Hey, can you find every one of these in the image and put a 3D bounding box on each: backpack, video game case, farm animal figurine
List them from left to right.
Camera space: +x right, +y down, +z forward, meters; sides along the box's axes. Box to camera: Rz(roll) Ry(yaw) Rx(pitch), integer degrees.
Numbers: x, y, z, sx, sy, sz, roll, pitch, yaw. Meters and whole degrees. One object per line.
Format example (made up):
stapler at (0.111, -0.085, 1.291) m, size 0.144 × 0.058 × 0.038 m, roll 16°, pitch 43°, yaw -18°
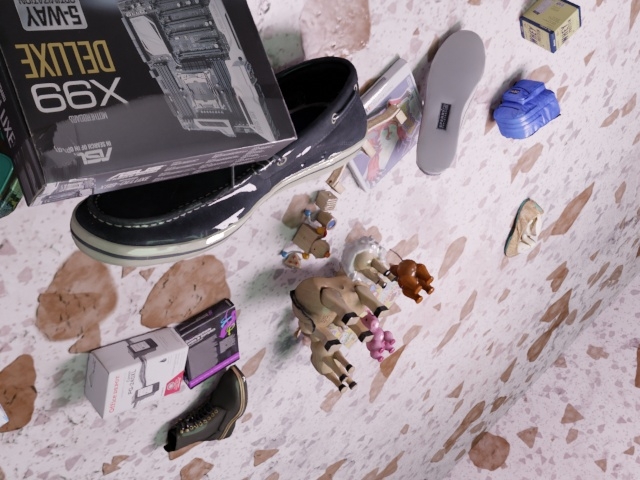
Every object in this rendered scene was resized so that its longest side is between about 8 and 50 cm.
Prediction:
farm animal figurine at (0.045, 0.133, 1.438) m, size 0.330 × 0.172 × 0.327 m, roll -52°, pitch 150°, yaw 11°
video game case at (0.081, 0.151, 1.632) m, size 0.227 × 0.026 × 0.206 m, roll -47°, pitch 147°, yaw -3°
video game case at (0.114, -0.202, 1.320) m, size 0.183 × 0.023 × 0.201 m, roll -45°, pitch 147°, yaw -6°
backpack at (0.427, -0.277, 1.545) m, size 0.120 × 0.098 × 0.101 m, roll -40°, pitch 117°, yaw -14°

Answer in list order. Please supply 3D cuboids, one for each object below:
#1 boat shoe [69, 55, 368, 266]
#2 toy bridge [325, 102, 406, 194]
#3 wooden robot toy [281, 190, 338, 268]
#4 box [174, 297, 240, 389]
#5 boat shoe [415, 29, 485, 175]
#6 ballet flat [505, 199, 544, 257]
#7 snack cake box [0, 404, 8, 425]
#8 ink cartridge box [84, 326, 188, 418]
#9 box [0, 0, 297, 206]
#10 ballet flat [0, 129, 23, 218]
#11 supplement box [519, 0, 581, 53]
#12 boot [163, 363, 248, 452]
boat shoe at (-0.120, -0.126, 0.991) m, size 0.500 × 0.187 × 0.156 m, roll -32°, pitch 142°, yaw -35°
toy bridge at (0.075, -0.168, 1.266) m, size 0.188 × 0.026 × 0.063 m, roll -50°, pitch 145°, yaw 0°
wooden robot toy at (0.000, 0.000, 1.340) m, size 0.076 × 0.079 × 0.173 m, roll 8°, pitch 118°, yaw -52°
box at (-0.206, 0.191, 1.340) m, size 0.116 × 0.029 × 0.162 m, roll -29°, pitch 143°, yaw -29°
boat shoe at (0.233, -0.247, 1.331) m, size 0.088 × 0.096 × 0.267 m, roll -12°, pitch 112°, yaw -89°
ballet flat at (0.557, -0.017, 1.974) m, size 0.073 × 0.067 × 0.206 m, roll -29°, pitch 142°, yaw -29°
snack cake box at (-0.565, 0.252, 0.931) m, size 0.264 × 0.089 × 0.152 m, roll -35°, pitch 143°, yaw -20°
ink cartridge box at (-0.308, 0.221, 1.218) m, size 0.150 × 0.063 × 0.109 m, roll -15°, pitch 134°, yaw -41°
box at (-0.199, -0.186, 0.790) m, size 0.307 × 0.242 × 0.076 m, roll -16°, pitch 174°, yaw -39°
ballet flat at (-0.352, -0.103, 0.861) m, size 0.188 × 0.070 × 0.070 m, roll -51°, pitch 147°, yaw 6°
supplement box at (0.452, -0.429, 1.428) m, size 0.083 × 0.083 × 0.056 m, roll -44°, pitch 145°, yaw -6°
boot at (-0.226, 0.339, 1.428) m, size 0.137 × 0.077 × 0.198 m, roll -9°, pitch 129°, yaw -38°
